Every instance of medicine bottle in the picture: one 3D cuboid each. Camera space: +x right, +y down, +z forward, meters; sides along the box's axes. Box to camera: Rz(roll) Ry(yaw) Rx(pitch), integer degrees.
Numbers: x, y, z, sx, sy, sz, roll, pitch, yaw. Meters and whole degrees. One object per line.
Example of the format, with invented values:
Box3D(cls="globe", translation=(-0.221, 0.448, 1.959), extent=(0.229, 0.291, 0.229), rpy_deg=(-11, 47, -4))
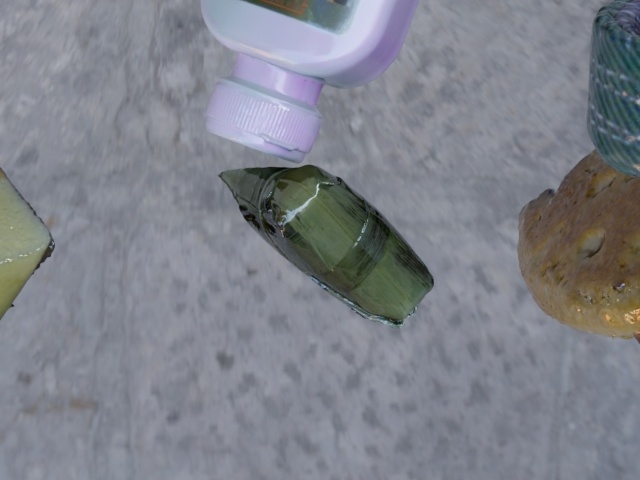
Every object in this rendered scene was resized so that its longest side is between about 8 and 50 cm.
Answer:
Box3D(cls="medicine bottle", translation=(0.000, -0.154, 0.882), extent=(0.115, 0.078, 0.219), rpy_deg=(22, 94, 19))

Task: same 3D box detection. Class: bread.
Box3D(cls="bread", translation=(-0.364, 0.016, 1.510), extent=(0.135, 0.240, 0.178), rpy_deg=(-17, 135, -34))

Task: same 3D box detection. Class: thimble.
Box3D(cls="thimble", translation=(0.218, -0.092, 0.947), extent=(0.118, 0.135, 0.090), rpy_deg=(2, 115, -2))

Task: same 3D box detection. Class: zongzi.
Box3D(cls="zongzi", translation=(0.000, 0.000, 0.867), extent=(0.104, 0.113, 0.052), rpy_deg=(46, 75, -23))

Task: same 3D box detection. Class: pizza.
Box3D(cls="pizza", translation=(0.297, -0.029, 1.285), extent=(0.114, 0.409, 0.277), rpy_deg=(44, 65, -20))
